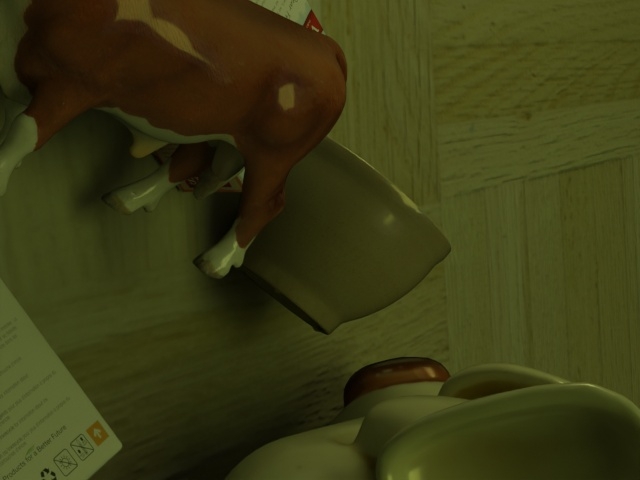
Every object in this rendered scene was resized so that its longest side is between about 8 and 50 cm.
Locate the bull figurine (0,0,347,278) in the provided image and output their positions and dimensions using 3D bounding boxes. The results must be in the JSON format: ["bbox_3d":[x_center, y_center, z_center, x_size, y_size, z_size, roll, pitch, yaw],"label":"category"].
[{"bbox_3d":[-0.116,-0.102,0.844,0.310,0.101,0.188,22,106,-38],"label":"bull figurine"}]

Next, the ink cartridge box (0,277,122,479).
[{"bbox_3d":[-0.231,0.085,0.758,0.208,0.045,0.206,56,40,-6],"label":"ink cartridge box"}]

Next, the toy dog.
[{"bbox_3d":[0.073,0.229,1.024,0.408,0.395,0.284,-21,101,-80],"label":"toy dog"}]

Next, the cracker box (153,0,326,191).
[{"bbox_3d":[-0.094,-0.164,0.977,0.232,0.067,0.155,57,46,-39],"label":"cracker box"}]

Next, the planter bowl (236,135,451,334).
[{"bbox_3d":[0.000,0.000,1.064,0.109,0.162,0.162,-51,138,-7],"label":"planter bowl"}]
